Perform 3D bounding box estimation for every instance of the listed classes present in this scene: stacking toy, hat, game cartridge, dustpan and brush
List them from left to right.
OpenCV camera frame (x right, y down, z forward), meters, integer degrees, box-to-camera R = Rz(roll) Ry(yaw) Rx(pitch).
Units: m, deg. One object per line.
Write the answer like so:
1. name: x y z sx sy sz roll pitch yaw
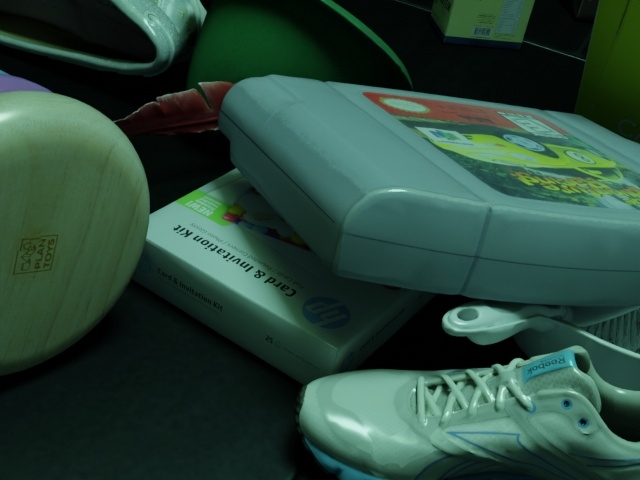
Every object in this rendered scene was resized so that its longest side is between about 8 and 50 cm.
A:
1. stacking toy: -0.241 -0.066 0.494 0.141 0.141 0.330 -24 44 -40
2. hat: -0.062 -0.076 0.638 0.208 0.183 0.173 32 -11 -21
3. game cartridge: 0.110 -0.030 0.517 0.294 0.060 0.196 2 29 -29
4. dustpan and brush: 0.136 0.042 0.486 0.211 0.060 0.147 -12 40 -36

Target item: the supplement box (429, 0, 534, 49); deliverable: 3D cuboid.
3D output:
1. supplement box: 0.161 -0.239 0.886 0.083 0.083 0.056 2 35 -13

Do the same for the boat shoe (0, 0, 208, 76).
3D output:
1. boat shoe: -0.246 -0.205 0.699 0.320 0.118 0.103 21 31 2

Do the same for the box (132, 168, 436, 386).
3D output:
1. box: 0.000 0.000 0.542 0.145 0.038 0.186 28 39 24

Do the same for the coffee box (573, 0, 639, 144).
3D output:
1. coffee box: 0.420 -0.198 0.625 0.338 0.338 0.334 31 54 26

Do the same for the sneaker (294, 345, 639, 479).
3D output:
1. sneaker: 0.084 0.077 0.417 0.191 0.083 0.071 8 36 -2

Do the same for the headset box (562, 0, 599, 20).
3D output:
1. headset box: 0.421 -0.335 1.073 0.293 0.110 0.218 4 35 -10
